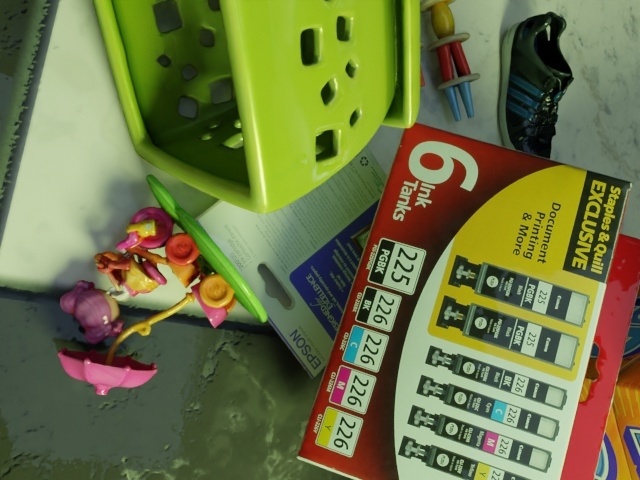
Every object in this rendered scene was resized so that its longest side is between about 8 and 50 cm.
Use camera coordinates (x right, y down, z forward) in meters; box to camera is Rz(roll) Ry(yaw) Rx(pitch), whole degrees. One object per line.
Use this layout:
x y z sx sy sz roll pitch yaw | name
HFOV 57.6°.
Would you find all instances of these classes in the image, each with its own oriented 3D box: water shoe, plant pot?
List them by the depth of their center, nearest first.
-0.044 -0.181 0.484 0.207 0.228 0.227 -27 125 -32 | plant pot
0.279 -0.189 0.749 0.073 0.080 0.203 -6 90 -26 | water shoe

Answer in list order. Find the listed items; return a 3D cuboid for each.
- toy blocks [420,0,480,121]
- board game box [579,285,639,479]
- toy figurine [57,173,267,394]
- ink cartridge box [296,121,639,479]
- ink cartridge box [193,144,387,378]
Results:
0.130 -0.210 0.691 0.123 0.054 0.148 -19 96 -27 | toy blocks
0.485 0.252 0.678 0.357 0.356 0.356 -21 97 -26 | board game box
-0.162 0.052 0.512 0.159 0.130 0.173 -38 82 -13 | toy figurine
0.160 0.084 0.533 0.272 0.130 0.309 17 79 8 | ink cartridge box
0.000 0.000 0.620 0.208 0.045 0.206 -40 105 -24 | ink cartridge box
